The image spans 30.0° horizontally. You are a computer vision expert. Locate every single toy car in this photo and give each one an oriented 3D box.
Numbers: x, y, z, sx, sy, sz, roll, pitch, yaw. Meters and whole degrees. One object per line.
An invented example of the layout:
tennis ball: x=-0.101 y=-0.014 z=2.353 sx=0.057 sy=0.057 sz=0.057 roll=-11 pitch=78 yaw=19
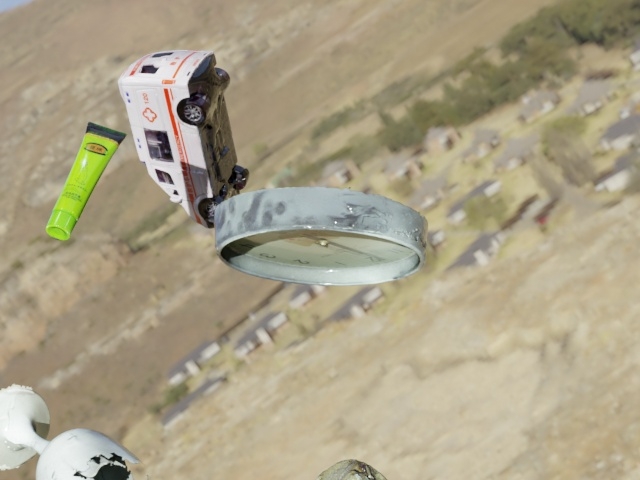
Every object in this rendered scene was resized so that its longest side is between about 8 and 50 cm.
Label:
toy car: x=-0.153 y=-0.110 z=1.345 sx=0.108 sy=0.210 sz=0.089 roll=2 pitch=36 yaw=18

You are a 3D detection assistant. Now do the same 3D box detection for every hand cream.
hand cream: x=-0.206 y=-0.053 z=1.036 sx=0.023 sy=0.036 sz=0.122 roll=107 pitch=180 yaw=-54

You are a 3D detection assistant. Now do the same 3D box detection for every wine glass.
wine glass: x=-0.378 y=0.324 z=1.739 sx=0.321 sy=0.143 sz=0.143 roll=20 pitch=50 yaw=43

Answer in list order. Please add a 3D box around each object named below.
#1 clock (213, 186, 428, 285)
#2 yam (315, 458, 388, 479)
clock: x=0.000 y=0.000 z=1.239 sx=0.226 sy=0.226 sz=0.049 roll=-19 pitch=62 yaw=52
yam: x=0.064 y=0.259 z=0.971 sx=0.078 sy=0.179 sz=0.078 roll=-40 pitch=10 yaw=8
